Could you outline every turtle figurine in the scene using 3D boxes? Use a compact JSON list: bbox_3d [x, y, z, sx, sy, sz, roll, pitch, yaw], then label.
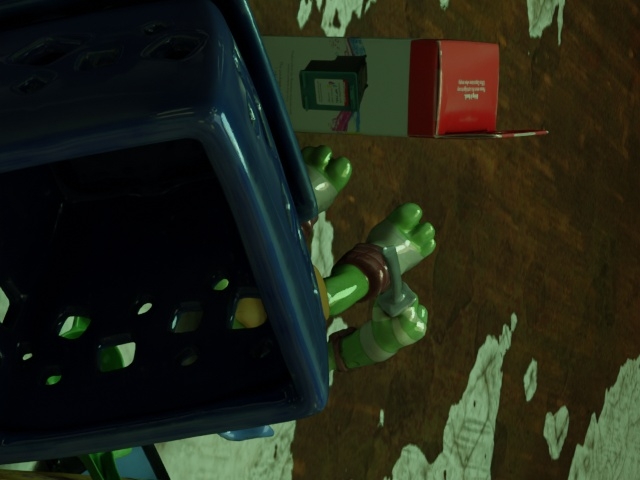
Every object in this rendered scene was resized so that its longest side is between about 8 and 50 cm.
[{"bbox_3d":[0.000,0.000,1.484,0.266,0.197,0.275,-50,141,-58],"label":"turtle figurine"}]

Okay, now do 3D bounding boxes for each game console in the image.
[{"bbox_3d":[-0.143,0.196,1.341,0.107,0.071,0.122,-32,133,-15],"label":"game console"}]

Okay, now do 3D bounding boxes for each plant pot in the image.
[{"bbox_3d":[-0.125,-0.029,1.146,0.212,0.236,0.236,-84,160,-50],"label":"plant pot"}]

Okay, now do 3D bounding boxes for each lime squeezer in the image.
[{"bbox_3d":[-0.142,0.095,1.269,0.059,0.110,0.310,23,35,-27],"label":"lime squeezer"}]

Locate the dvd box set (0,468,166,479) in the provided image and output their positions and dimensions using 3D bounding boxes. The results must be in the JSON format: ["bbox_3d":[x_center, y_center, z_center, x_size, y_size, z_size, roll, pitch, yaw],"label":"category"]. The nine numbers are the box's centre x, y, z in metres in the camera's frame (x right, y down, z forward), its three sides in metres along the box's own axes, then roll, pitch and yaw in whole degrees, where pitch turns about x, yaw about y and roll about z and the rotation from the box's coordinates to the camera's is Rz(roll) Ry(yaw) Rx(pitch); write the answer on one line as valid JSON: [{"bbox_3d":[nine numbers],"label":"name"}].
[{"bbox_3d":[-0.199,0.295,1.195,0.420,0.062,0.308,19,81,-60],"label":"dvd box set"}]

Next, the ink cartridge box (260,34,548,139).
[{"bbox_3d":[0.055,-0.123,1.538,0.134,0.231,0.078,-11,104,-65],"label":"ink cartridge box"}]
